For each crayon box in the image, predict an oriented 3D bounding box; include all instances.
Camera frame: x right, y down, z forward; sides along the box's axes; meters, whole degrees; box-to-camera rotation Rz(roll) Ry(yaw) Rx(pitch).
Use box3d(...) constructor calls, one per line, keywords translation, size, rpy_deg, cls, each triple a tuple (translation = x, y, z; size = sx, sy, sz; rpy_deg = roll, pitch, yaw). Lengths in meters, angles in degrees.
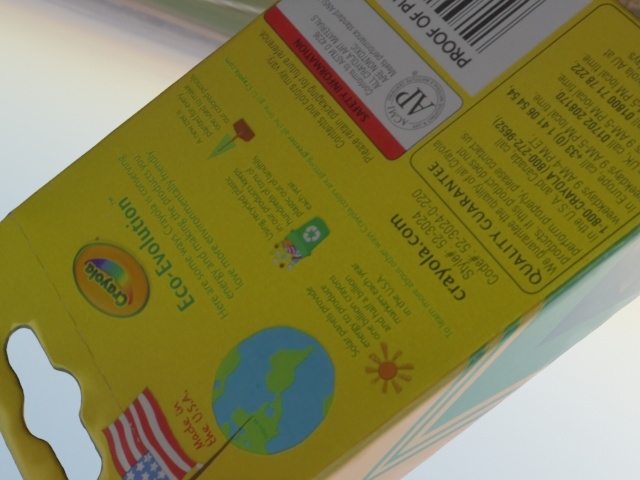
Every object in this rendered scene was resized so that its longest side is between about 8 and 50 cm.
box3d(translation=(0.000, 0.000, 0.425), size=(0.202, 0.318, 0.081), rpy_deg=(53, 180, 29), cls="crayon box")
